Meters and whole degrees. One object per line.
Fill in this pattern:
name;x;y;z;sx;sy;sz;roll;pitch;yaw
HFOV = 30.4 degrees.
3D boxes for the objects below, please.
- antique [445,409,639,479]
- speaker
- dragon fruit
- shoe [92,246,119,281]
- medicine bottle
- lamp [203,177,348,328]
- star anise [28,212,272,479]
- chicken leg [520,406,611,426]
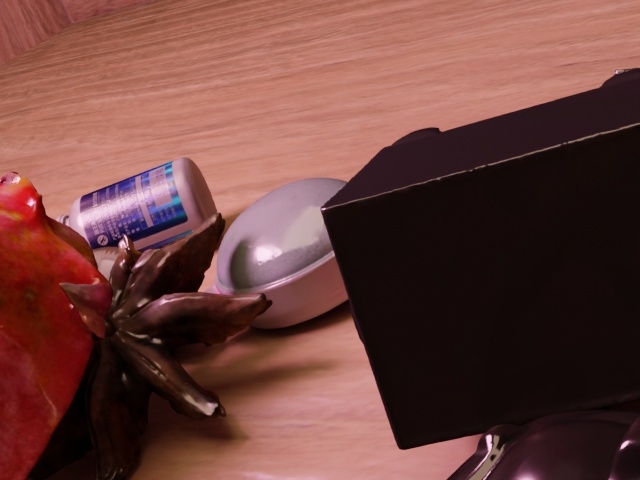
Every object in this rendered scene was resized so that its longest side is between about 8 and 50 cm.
antique;0.103;0.175;0.466;0.255;0.185;0.322;-27;10;1
speaker;0.152;0.005;0.818;0.232;0.184;0.254;-15;10;16
dragon fruit;-0.373;0.090;0.977;0.386;0.249;0.370;-32;40;26
shoe;-0.228;0.075;1.188;0.275;0.103;0.098;-1;47;45
medicine bottle;-0.222;-0.017;1.377;0.192;0.107;0.107;-20;22;6
lamp;0.000;-0.002;1.129;0.246;0.107;0.179;-15;27;17
star anise;-0.171;0.090;1.041;0.288;0.088;0.288;-14;56;22
chicken leg;0.151;0.121;0.793;0.062;0.037;0.145;-30;18;-30
